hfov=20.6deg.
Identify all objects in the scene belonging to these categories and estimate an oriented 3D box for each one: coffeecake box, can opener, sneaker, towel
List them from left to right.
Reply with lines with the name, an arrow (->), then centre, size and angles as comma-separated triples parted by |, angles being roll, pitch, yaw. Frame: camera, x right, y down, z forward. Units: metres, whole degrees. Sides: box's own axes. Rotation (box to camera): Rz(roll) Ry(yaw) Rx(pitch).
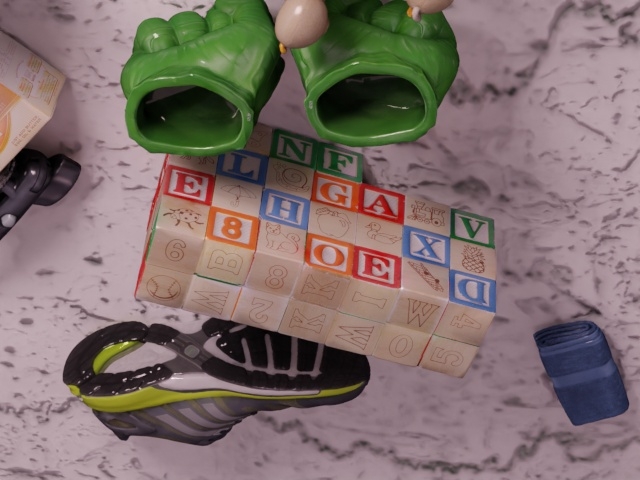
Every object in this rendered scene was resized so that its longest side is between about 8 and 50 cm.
coffeecake box -> -0.341, -0.136, 1.530 | 0.185, 0.068, 0.142 | 35, 126, -21
can opener -> -0.297, -0.022, 1.625 | 0.073, 0.059, 0.186 | 32, 127, -27
sneaker -> -0.094, 0.139, 1.727 | 0.300, 0.111, 0.121 | -3, 140, 16
towel -> 0.256, 0.127, 1.715 | 0.067, 0.029, 0.119 | -14, 127, 17

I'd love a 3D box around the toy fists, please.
toy fists -> -0.026, -0.146, 1.442 | 0.279, 0.142, 0.096 | -4, 120, 9

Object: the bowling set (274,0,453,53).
bowling set -> 0.097, -0.255, 1.324 | 0.200, 0.154, 0.287 | 18, 130, -8

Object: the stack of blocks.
stack of blocks -> 0.000, 0.000, 1.541 | 0.297, 0.171, 0.087 | 15, 130, -8
